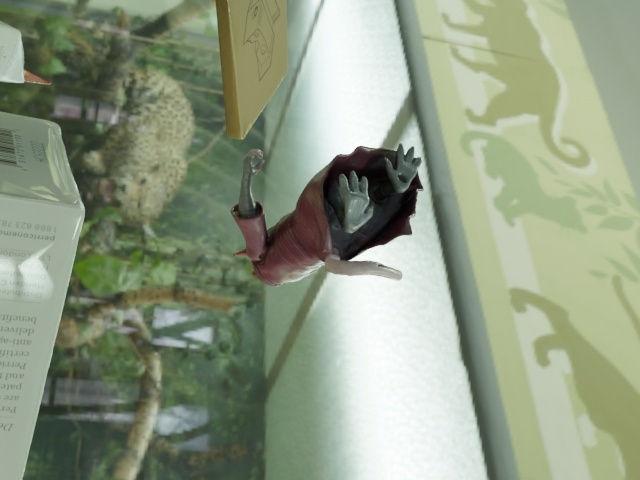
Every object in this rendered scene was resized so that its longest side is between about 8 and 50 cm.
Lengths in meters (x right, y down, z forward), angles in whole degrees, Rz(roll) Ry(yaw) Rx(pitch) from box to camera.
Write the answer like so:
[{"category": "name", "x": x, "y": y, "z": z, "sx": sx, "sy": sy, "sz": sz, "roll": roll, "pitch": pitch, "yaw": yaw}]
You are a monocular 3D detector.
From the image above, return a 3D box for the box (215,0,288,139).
[{"category": "box", "x": -0.072, "y": -0.236, "z": 0.949, "sx": 0.164, "sy": 0.021, "sz": 0.201, "roll": -65, "pitch": 162, "yaw": -47}]

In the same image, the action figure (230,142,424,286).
[{"category": "action figure", "x": 0.000, "y": 0.000, "z": 1.309, "sx": 0.370, "sy": 0.248, "sz": 0.276, "roll": -33, "pitch": -126, "yaw": 44}]

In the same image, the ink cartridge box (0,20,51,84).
[{"category": "ink cartridge box", "x": -0.326, "y": -0.193, "z": 0.717, "sx": 0.056, "sy": 0.181, "sz": 0.225, "roll": -61, "pitch": -177, "yaw": 10}]

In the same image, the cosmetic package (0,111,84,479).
[{"category": "cosmetic package", "x": -0.363, "y": 0.116, "z": 0.837, "sx": 0.230, "sy": 0.161, "sz": 0.453, "roll": 52, "pitch": -52, "yaw": 56}]
